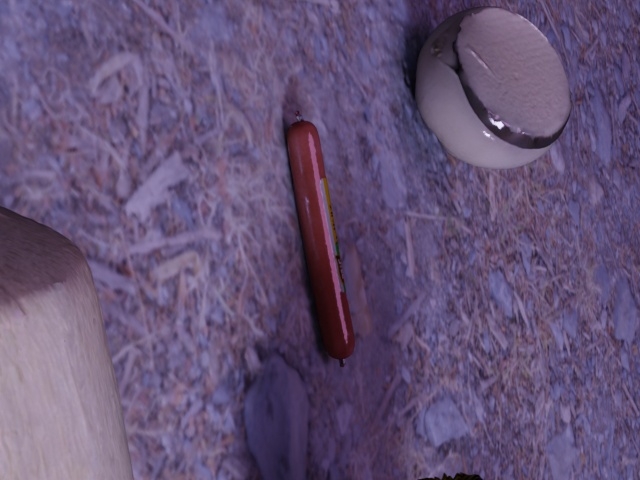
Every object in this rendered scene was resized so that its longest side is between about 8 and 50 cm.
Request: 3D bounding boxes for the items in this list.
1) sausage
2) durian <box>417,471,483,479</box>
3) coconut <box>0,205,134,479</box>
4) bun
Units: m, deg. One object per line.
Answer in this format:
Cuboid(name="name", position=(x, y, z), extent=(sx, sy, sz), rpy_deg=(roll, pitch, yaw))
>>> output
Cuboid(name="sausage", position=(0.000, 0.000, 0.996), extent=(0.029, 0.029, 0.223), rpy_deg=(-20, 101, -58))
Cuboid(name="durian", position=(0.082, 0.321, 0.877), extent=(0.258, 0.258, 0.293), rpy_deg=(-62, 152, -43))
Cuboid(name="coconut", position=(-0.202, 0.081, 0.454), extent=(0.245, 0.245, 0.247), rpy_deg=(-17, 98, -58))
Cuboid(name="bun", position=(0.169, -0.151, 1.214), extent=(0.173, 0.120, 0.173), rpy_deg=(14, 64, -30))
